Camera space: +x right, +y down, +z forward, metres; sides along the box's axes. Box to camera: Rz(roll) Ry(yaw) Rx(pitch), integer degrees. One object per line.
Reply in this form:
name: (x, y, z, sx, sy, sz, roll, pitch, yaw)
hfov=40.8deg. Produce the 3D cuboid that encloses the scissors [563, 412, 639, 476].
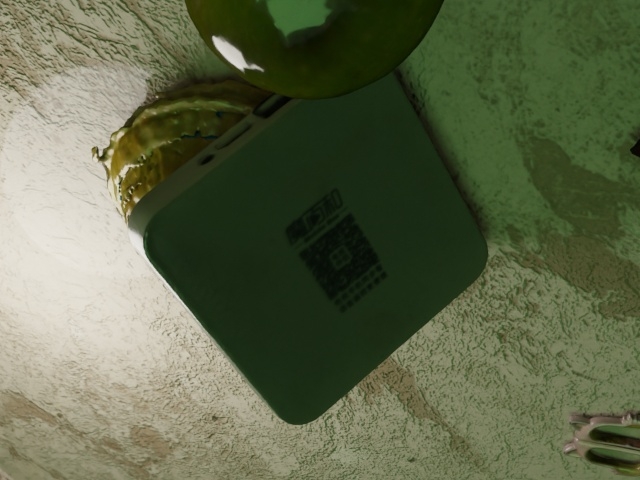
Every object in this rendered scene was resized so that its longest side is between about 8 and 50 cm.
scissors: (0.555, 0.339, 1.372, 0.318, 0.024, 0.160, 7, 133, 14)

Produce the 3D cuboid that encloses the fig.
fig: (0.015, -0.292, 0.841, 0.258, 0.258, 0.326, 36, 120, -13)

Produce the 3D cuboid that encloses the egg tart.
egg tart: (-0.137, -0.038, 1.196, 0.388, 0.169, 0.387, 8, 135, 8)

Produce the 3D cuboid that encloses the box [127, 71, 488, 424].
box: (0.000, 0.000, 1.075, 0.373, 0.367, 0.090, 56, 168, -28)

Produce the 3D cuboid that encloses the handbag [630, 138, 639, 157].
handbag: (0.474, -0.118, 0.902, 0.235, 0.127, 0.213, 10, 158, 6)
